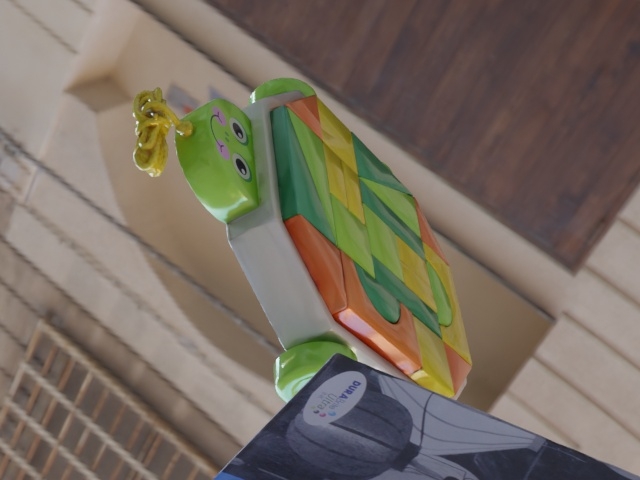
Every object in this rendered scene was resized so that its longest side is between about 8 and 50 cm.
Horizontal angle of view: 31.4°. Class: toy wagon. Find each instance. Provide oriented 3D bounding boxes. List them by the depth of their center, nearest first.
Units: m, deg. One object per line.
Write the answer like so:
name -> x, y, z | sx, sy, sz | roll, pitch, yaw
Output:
toy wagon -> 0.000, 0.000, 0.815 | 0.344, 0.068, 0.267 | 42, -150, -44

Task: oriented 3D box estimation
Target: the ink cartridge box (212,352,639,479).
ink cartridge box -> 0.106, 0.150, 0.317 | 0.332, 0.065, 0.165 | 21, -146, 21
